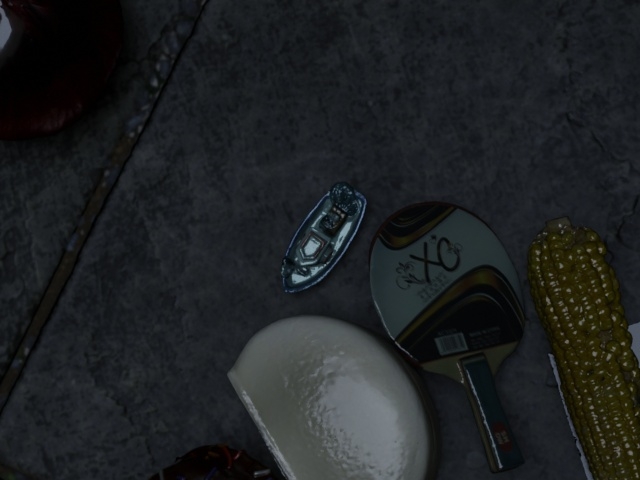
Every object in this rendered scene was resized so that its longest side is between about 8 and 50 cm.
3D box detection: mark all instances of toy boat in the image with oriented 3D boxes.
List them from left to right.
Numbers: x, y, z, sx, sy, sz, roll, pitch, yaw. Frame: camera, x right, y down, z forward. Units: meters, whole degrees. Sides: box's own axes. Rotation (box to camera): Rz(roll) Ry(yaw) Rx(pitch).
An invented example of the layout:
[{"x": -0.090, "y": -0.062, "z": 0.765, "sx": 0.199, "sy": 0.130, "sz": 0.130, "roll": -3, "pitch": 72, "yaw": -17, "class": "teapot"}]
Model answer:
[{"x": 0.000, "y": 0.000, "z": 1.507, "sx": 0.059, "sy": 0.066, "sz": 0.140, "roll": 34, "pitch": 89, "yaw": 9, "class": "toy boat"}]

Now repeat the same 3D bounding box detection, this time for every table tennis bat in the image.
[{"x": 0.148, "y": 0.099, "z": 1.448, "sx": 0.173, "sy": 0.022, "sz": 0.301, "roll": -10, "pitch": 72, "yaw": -22, "class": "table tennis bat"}]

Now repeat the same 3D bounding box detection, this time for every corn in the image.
[{"x": 0.288, "y": 0.128, "z": 1.423, "sx": 0.097, "sy": 0.097, "sz": 0.320, "roll": -16, "pitch": 81, "yaw": 7, "class": "corn"}]

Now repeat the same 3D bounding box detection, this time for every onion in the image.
[{"x": -0.348, "y": -0.255, "z": 1.505, "sx": 0.273, "sy": 0.285, "sz": 0.273, "roll": 3, "pitch": 68, "yaw": -8, "class": "onion"}]

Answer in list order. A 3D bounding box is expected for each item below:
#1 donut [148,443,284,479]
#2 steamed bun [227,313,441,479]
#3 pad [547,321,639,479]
[{"x": -0.120, "y": 0.326, "z": 1.418, "sx": 0.216, "sy": 0.096, "sz": 0.230, "roll": 35, "pitch": 117, "yaw": 31, "class": "donut"}, {"x": 0.030, "y": 0.183, "z": 1.432, "sx": 0.164, "sy": 0.146, "sz": 0.242, "roll": -33, "pitch": 78, "yaw": 6, "class": "steamed bun"}, {"x": 0.354, "y": 0.209, "z": 1.447, "sx": 0.163, "sy": 0.004, "sz": 0.243, "roll": -18, "pitch": 79, "yaw": 7, "class": "pad"}]
